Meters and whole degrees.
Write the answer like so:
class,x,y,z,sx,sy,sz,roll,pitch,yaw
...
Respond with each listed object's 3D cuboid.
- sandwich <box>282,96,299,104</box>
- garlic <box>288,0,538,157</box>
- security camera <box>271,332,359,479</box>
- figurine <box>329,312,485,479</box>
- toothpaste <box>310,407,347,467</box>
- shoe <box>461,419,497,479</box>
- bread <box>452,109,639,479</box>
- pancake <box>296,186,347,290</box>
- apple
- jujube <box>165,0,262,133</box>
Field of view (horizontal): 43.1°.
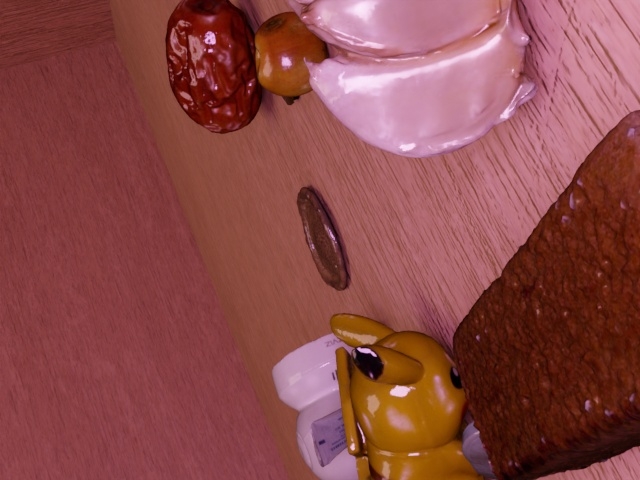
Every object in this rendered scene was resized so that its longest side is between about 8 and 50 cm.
class,x,y,z,sx,sy,sz,roll,pitch,yaw
sandwich,-0.063,-0.269,1.320,0.069,0.026,0.101,-162,54,-70
garlic,0.055,-0.221,0.654,0.184,0.203,0.281,-98,-3,-53
security camera,0.047,0.275,1.280,0.236,0.195,0.194,64,163,19
figurine,0.111,0.233,1.035,0.218,0.169,0.326,-130,28,-72
toothpaste,0.065,0.244,1.151,0.038,0.233,0.060,-15,94,41
shoe,0.197,0.207,0.871,0.195,0.079,0.078,67,-150,-56
bread,0.205,0.070,0.596,0.416,0.113,0.165,101,152,-66
pancake,0.001,0.000,1.425,0.199,0.021,0.199,161,90,-76
apple,-0.044,-0.256,1.123,0.099,0.102,0.114,-135,31,-62
jujube,-0.191,-0.312,1.453,0.250,0.174,0.174,83,161,-45
